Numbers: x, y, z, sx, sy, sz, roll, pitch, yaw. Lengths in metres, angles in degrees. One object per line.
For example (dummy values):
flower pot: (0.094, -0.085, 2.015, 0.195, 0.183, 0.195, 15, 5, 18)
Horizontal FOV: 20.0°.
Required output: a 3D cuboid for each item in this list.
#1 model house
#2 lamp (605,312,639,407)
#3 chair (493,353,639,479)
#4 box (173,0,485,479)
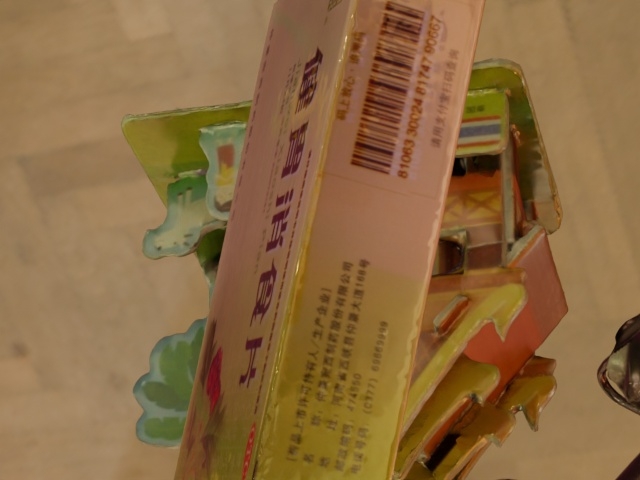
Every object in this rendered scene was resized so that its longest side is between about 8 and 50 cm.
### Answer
model house: (0.006, 0.057, 1.415, 0.357, 0.313, 0.242, -5, 143, 13)
lamp: (0.302, 0.057, 0.876, 0.314, 0.182, 0.182, 11, 120, 11)
chair: (0.313, 0.251, 1.817, 0.226, 0.401, 0.226, 35, 152, 22)
box: (0.000, 0.000, 0.815, 0.062, 0.260, 0.175, 15, 170, -13)
